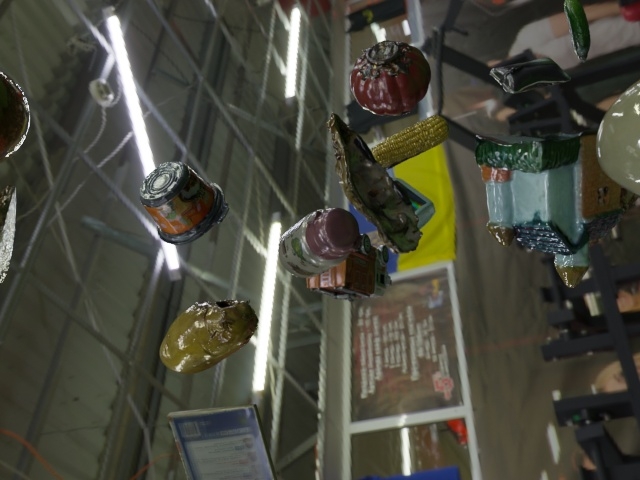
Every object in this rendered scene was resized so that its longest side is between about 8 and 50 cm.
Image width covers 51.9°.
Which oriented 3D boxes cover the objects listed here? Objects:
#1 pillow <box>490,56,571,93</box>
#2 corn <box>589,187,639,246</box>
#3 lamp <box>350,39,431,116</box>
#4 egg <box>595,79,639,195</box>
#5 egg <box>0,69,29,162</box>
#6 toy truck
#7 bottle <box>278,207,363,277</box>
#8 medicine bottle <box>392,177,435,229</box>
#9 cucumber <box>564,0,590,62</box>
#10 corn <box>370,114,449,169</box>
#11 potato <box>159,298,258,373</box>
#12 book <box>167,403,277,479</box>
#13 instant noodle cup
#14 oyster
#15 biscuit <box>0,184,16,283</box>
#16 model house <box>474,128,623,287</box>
[{"bbox_3d":[0.412,-0.325,1.297,0.091,0.136,0.055,-129,29,-69],"label":"pillow"},{"bbox_3d":[0.590,-0.072,1.355,0.237,0.079,0.079,-42,-54,-19],"label":"corn"},{"bbox_3d":[0.196,-0.447,1.841,0.227,0.227,0.226,-15,-90,-71],"label":"lamp"},{"bbox_3d":[0.466,-0.134,0.803,0.186,0.242,0.185,-6,-90,-69],"label":"egg"},{"bbox_3d":[-0.769,-0.273,1.427,0.322,0.250,0.250,-69,-39,-75],"label":"egg"},{"bbox_3d":[0.095,0.096,2.156,0.388,0.174,0.206,23,-115,-61],"label":"toy truck"},{"bbox_3d":[0.000,0.000,1.310,0.253,0.121,0.120,144,116,-68],"label":"bottle"},{"bbox_3d":[0.234,-0.123,2.023,0.229,0.121,0.083,42,169,35],"label":"medicine bottle"},{"bbox_3d":[0.508,-0.409,1.289,0.155,0.037,0.037,55,-153,-40],"label":"cucumber"},{"bbox_3d":[0.202,-0.223,1.512,0.072,0.203,0.072,63,175,9],"label":"corn"},{"bbox_3d":[-0.282,0.237,1.652,0.173,0.300,0.140,35,-144,-29],"label":"potato"},{"bbox_3d":[-0.226,0.549,1.605,0.018,0.229,0.322,-62,-38,-69],"label":"book"},{"bbox_3d":[-0.319,-0.096,1.464,0.125,0.208,0.177,55,-149,-44],"label":"instant noodle cup"},{"bbox_3d":[0.107,-0.119,1.412,0.129,0.079,0.345,-36,-84,-32],"label":"oyster"},{"bbox_3d":[-0.577,0.005,1.187,0.126,0.025,0.206,111,158,-43],"label":"biscuit"},{"bbox_3d":[0.417,-0.058,1.183,0.253,0.184,0.291,-9,-84,-32],"label":"model house"}]
